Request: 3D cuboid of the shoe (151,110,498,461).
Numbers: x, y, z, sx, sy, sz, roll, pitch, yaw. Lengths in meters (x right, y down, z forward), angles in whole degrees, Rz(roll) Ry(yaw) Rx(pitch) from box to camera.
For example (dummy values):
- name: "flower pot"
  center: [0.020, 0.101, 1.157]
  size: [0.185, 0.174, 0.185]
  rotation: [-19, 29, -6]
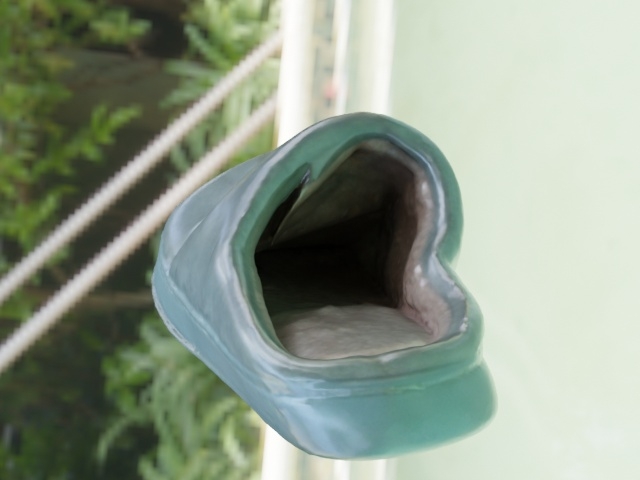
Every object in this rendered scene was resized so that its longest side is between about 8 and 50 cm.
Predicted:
- name: "shoe"
  center: [0.000, 0.000, 0.709]
  size: [0.251, 0.103, 0.100]
  rotation: [-131, 43, -67]
